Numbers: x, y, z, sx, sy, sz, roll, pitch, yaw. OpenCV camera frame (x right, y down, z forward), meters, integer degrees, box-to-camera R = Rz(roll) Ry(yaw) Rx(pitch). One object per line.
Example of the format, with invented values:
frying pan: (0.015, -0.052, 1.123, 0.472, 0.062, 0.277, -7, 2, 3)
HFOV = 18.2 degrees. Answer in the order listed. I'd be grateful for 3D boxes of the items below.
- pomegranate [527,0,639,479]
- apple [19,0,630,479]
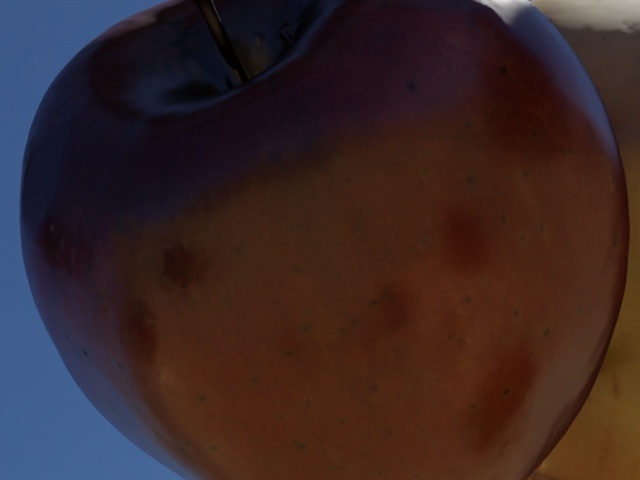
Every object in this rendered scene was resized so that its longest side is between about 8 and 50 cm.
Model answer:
pomegranate: (0.167, 0.007, 1.003, 0.319, 0.319, 0.319, -16, -26, -8)
apple: (-0.001, -0.001, 0.748, 0.234, 0.234, 0.234, -16, -26, -8)
